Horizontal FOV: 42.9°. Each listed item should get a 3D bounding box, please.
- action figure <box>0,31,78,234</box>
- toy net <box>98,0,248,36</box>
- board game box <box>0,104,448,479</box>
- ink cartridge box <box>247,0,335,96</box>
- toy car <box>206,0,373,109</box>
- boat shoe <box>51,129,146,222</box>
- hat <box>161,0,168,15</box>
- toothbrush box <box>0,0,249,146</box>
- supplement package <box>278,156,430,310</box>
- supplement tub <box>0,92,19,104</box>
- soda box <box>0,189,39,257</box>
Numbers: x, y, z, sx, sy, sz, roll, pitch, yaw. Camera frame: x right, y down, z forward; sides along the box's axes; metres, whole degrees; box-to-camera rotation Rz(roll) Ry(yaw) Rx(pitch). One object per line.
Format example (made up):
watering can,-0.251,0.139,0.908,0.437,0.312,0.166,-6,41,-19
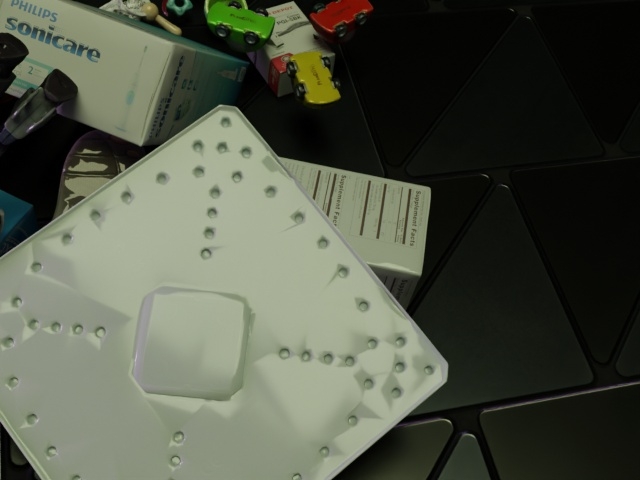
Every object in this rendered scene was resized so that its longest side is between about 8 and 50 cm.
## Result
action figure,-0.396,-0.094,0.879,0.185,0.285,0.099,39,21,-23
toy net,-0.234,-0.377,1.272,0.232,0.045,0.122,-7,85,-17
board game box,-0.133,0.111,0.860,0.390,0.050,0.390,-37,80,-12
ink cartridge box,-0.054,-0.298,1.261,0.099,0.056,0.135,-23,62,-21
toy car,-0.056,-0.291,1.190,0.225,0.053,0.239,16,57,3
boat shoe,-0.284,0.030,0.968,0.123,0.116,0.324,22,72,-11
hat,-0.240,-0.498,1.398,0.173,0.183,0.208,34,17,10
toothbrush box,-0.244,-0.215,1.036,0.216,0.126,0.295,22,11,7
supplement package,0.000,0.000,1.010,0.244,0.139,0.134,12,55,-1
supplement tub,-0.466,-0.266,0.993,0.207,0.207,0.338,16,11,3
soda box,-0.429,0.035,0.968,0.071,0.067,0.210,25,56,9
